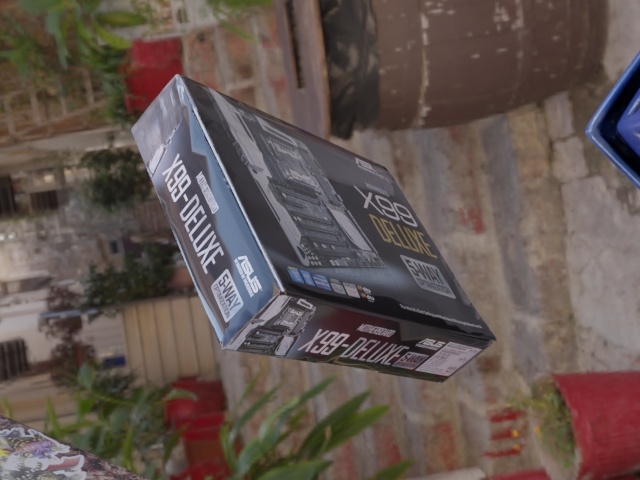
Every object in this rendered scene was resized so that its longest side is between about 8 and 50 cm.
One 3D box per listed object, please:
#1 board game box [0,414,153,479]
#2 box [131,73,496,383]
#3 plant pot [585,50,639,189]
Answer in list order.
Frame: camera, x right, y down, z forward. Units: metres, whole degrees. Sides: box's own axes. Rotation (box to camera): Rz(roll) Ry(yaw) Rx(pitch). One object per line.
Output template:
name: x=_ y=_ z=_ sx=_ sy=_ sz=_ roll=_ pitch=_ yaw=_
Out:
board game box: x=-0.060 y=0.231 z=0.300 sx=0.141 sy=0.291 sz=0.232 roll=-23 pitch=-55 yaw=-63
box: x=0.000 y=0.000 z=0.801 sx=0.307 sy=0.076 sz=0.242 roll=18 pitch=-144 yaw=-47
plant pot: x=0.445 y=-0.133 z=0.938 sx=0.236 sy=0.236 sz=0.212 roll=40 pitch=169 yaw=-14
